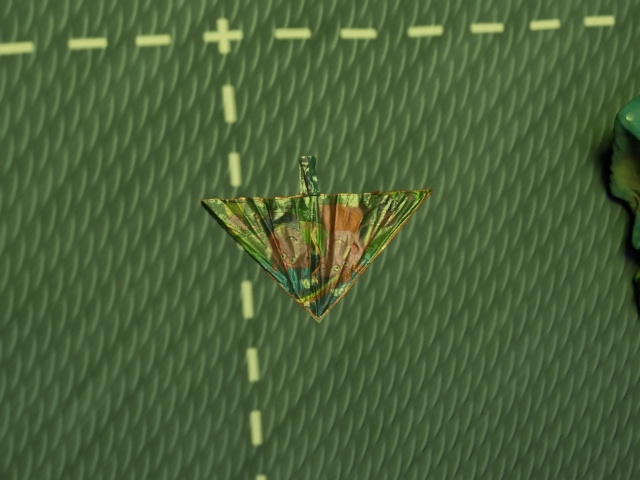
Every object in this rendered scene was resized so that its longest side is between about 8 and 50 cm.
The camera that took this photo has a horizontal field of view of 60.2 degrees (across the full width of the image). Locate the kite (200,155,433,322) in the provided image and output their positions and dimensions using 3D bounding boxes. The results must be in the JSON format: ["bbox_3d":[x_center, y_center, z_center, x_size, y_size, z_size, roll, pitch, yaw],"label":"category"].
[{"bbox_3d":[0.000,0.000,0.759,0.321,0.016,0.234,-3,94,-5],"label":"kite"}]

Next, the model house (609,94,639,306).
[{"bbox_3d":[0.551,-0.087,0.619,0.334,0.382,0.343,-33,101,-4],"label":"model house"}]
